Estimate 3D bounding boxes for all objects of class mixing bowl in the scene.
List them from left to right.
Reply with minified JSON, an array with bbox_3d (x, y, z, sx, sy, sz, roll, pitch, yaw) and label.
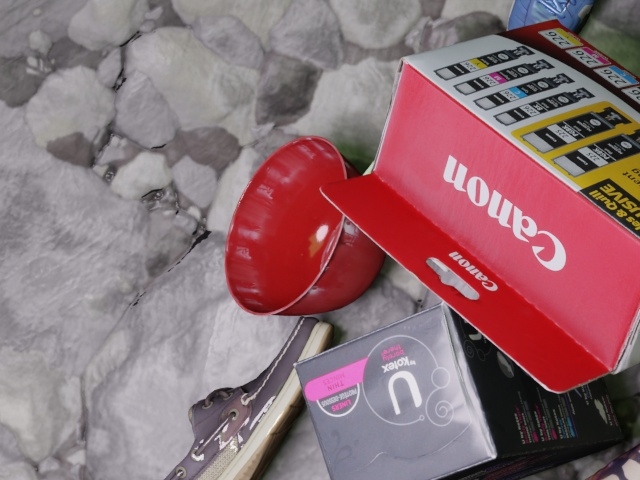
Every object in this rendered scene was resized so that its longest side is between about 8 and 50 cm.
[{"bbox_3d":[0.000,0.000,1.774,0.181,0.098,0.181,-28,51,40],"label":"mixing bowl"}]

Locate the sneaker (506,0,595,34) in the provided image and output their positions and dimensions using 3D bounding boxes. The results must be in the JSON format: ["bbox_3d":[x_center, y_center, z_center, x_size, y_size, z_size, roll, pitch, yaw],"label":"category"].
[{"bbox_3d":[0.247,-0.271,1.811,0.080,0.081,0.211,30,87,12],"label":"sneaker"}]

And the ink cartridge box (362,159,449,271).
[{"bbox_3d":[0.162,-0.001,1.724,0.235,0.171,0.056,43,113,14],"label":"ink cartridge box"}]

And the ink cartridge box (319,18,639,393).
[{"bbox_3d":[0.200,-0.039,1.552,0.309,0.272,0.130,41,132,33],"label":"ink cartridge box"}]

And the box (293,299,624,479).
[{"bbox_3d":[0.129,0.144,1.633,0.165,0.270,0.143,-25,75,28],"label":"box"}]

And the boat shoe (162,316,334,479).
[{"bbox_3d":[-0.088,0.187,1.769,0.092,0.103,0.285,32,92,9],"label":"boat shoe"}]

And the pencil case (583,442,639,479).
[{"bbox_3d":[0.206,0.325,1.645,0.410,0.183,0.160,-37,109,-1],"label":"pencil case"}]
